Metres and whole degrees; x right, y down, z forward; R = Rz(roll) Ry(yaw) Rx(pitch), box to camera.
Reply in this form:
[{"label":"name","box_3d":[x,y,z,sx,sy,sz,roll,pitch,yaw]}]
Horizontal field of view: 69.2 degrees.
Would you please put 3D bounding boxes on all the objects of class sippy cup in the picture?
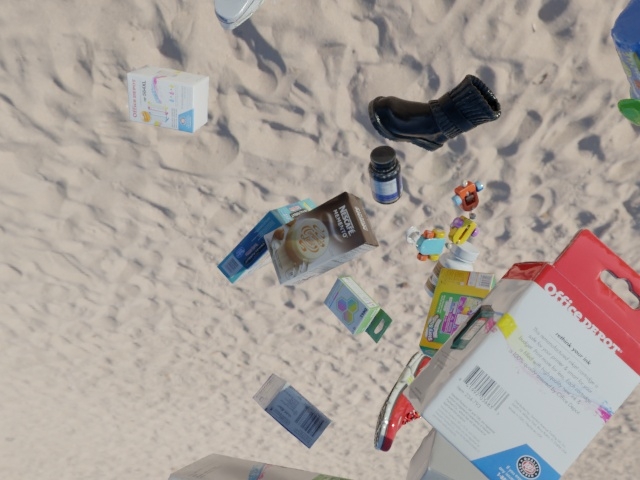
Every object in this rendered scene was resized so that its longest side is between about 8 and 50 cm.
[{"label":"sippy cup","box_3d":[0.747,-0.413,0.977,0.224,0.305,0.240,29,146,-29]}]

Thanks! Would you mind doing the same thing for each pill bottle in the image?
[{"label":"pill bottle","box_3d":[0.243,-0.245,1.740,0.122,0.123,0.219,-9,143,7]},{"label":"pill bottle","box_3d":[0.497,0.115,1.747,0.131,0.131,0.229,13,118,-20]}]

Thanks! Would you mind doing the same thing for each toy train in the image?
[{"label":"toy train","box_3d":[0.227,-0.038,0.851,0.166,0.046,0.125,-35,124,0]}]

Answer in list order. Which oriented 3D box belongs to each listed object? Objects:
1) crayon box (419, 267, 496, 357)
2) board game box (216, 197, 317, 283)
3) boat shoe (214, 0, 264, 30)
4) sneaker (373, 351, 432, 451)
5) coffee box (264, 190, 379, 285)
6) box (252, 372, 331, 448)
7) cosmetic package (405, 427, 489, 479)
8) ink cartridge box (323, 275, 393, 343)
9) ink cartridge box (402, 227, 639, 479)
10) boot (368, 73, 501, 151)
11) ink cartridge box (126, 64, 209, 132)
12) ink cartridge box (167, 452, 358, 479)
[{"label":"crayon box","box_3d":[0.419,0.225,1.401,0.165,0.278,0.081,6,149,32]},{"label":"board game box","box_3d":[-0.150,-0.008,1.493,0.254,0.336,0.079,-44,86,21]},{"label":"boat shoe","box_3d":[-0.170,-0.649,1.184,0.096,0.267,0.088,33,173,-4]},{"label":"sneaker","box_3d":[0.220,0.382,1.090,0.118,0.279,0.107,29,139,17]},{"label":"coffee box","box_3d":[0.000,0.000,1.144,0.246,0.141,0.098,-28,162,21]},{"label":"box","box_3d":[-0.064,0.351,0.967,0.126,0.072,0.137,44,162,-7]},{"label":"cosmetic package","box_3d":[0.256,0.395,0.705,0.238,0.107,0.127,21,123,9]},{"label":"ink cartridge box","box_3d":[0.113,0.217,1.438,0.062,0.209,0.109,-4,130,-48]},{"label":"ink cartridge box","box_3d":[0.210,0.115,0.450,0.134,0.231,0.078,43,176,1]},{"label":"boot","box_3d":[0.341,-0.396,1.383,0.348,0.131,0.260,5,162,-36]},{"label":"ink cartridge box","box_3d":[-0.297,-0.273,0.886,0.143,0.090,0.092,10,121,1]},{"label":"ink cartridge box","box_3d":[-0.067,0.343,0.519,0.212,0.154,0.093,-4,173,24]}]
